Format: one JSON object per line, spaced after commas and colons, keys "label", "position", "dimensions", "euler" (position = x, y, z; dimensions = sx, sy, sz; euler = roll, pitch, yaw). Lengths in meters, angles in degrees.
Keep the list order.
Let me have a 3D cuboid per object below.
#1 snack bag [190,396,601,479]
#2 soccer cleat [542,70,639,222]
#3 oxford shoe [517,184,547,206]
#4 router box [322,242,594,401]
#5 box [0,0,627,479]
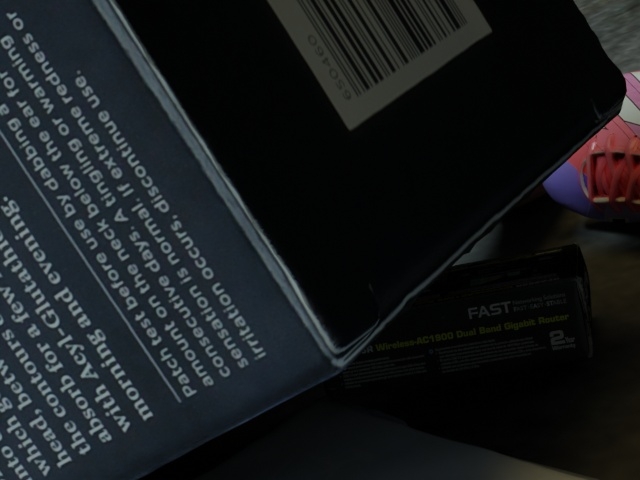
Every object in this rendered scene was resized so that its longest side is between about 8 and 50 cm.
{"label": "snack bag", "position": [-0.055, 0.147, 0.711], "dimensions": [0.342, 0.037, 0.323], "euler": [-27, 14, -23]}
{"label": "soccer cleat", "position": [0.186, -0.036, 0.981], "dimensions": [0.095, 0.083, 0.248], "euler": [-36, 22, -33]}
{"label": "oxford shoe", "position": [0.053, -0.062, 1.231], "dimensions": [0.146, 0.140, 0.397], "euler": [-39, 6, 10]}
{"label": "router box", "position": [0.063, 0.037, 0.906], "dimensions": [0.122, 0.038, 0.092], "euler": [-11, 7, 10]}
{"label": "box", "position": [-0.118, -0.015, 0.864], "dimensions": [0.395, 0.212, 0.293], "euler": [-30, 5, 36]}
